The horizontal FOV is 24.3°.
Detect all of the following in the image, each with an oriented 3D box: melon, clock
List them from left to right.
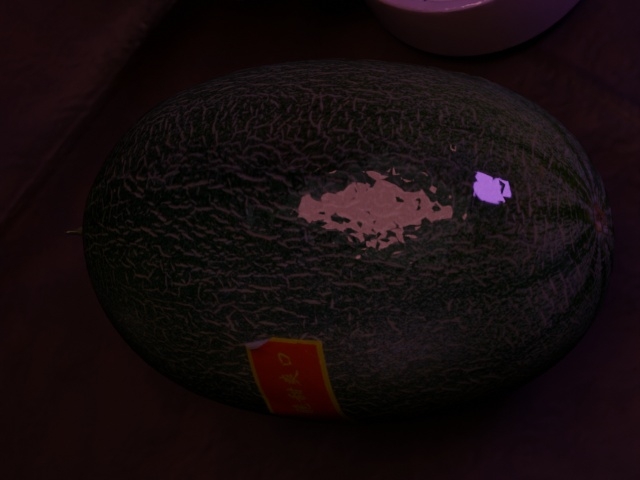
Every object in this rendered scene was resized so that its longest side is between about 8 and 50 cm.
[{"bbox_3d":[0.000,0.000,0.737,0.288,0.182,0.182,4,72,25],"label":"melon"},{"bbox_3d":[0.085,-0.182,0.840,0.229,0.063,0.155,-15,63,15],"label":"clock"}]
